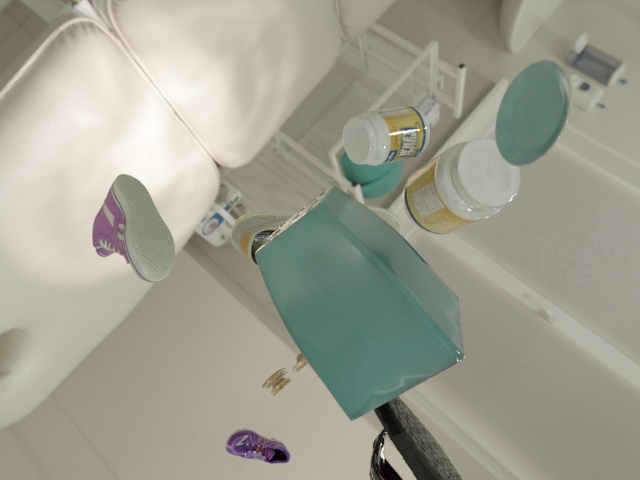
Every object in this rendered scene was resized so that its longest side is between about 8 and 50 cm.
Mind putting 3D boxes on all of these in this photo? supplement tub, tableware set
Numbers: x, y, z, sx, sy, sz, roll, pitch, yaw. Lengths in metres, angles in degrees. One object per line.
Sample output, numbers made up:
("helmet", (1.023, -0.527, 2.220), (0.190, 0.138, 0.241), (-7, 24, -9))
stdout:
("supplement tub", (0.402, -0.152, 1.524), (0.228, 0.228, 0.316), (-43, -177, -20))
("supplement tub", (0.176, -0.281, 1.402), (0.200, 0.144, 0.144), (-16, 143, -29))
("tableware set", (-0.068, 0.300, 1.197), (0.141, 0.020, 0.168), (-38, 161, -13))

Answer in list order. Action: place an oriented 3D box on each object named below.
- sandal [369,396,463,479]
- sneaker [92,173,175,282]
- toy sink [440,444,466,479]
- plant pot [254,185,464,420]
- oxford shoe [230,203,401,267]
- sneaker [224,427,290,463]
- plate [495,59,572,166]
("sandal", (0.145, 0.358, 0.649), (0.107, 0.446, 0.167), (-36, 138, 4))
("sneaker", (-0.397, 0.010, 1.086), (0.102, 0.282, 0.161), (20, 121, -46))
("toy sink", (0.315, 0.671, 1.321), (0.131, 0.234, 0.153), (-36, 165, 11))
("plant pot", (0.040, 0.061, 0.665), (0.166, 0.234, 0.165), (-37, -172, 21))
("oxford shoe", (0.000, 0.000, 1.337), (0.449, 0.130, 0.169), (-3, 119, -14))
("sneaker", (-0.145, 0.496, 1.248), (0.170, 0.071, 0.068), (20, 78, -26))
("plate", (0.381, -0.224, 0.932), (0.024, 0.188, 0.188), (6, 130, -19))
